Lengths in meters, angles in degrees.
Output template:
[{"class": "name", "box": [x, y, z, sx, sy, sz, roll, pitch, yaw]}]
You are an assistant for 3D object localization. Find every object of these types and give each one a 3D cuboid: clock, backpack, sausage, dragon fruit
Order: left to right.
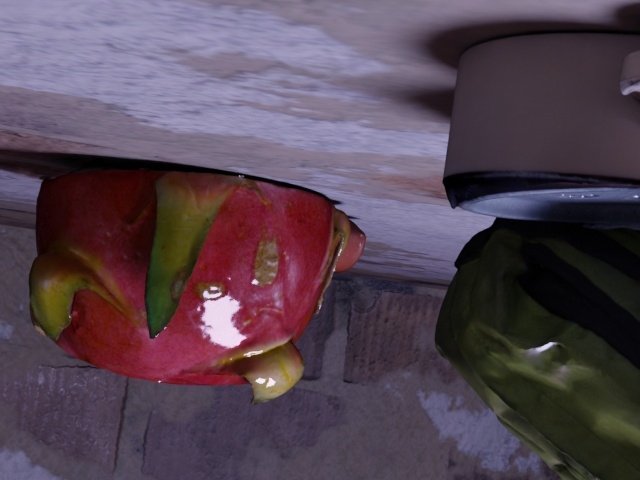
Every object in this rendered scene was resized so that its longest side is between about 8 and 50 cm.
[{"class": "dragon fruit", "box": [-0.130, 0.040, 1.233, 0.291, 0.189, 0.290, 7, 176, 1]}, {"class": "sausage", "box": [0.000, 0.000, 1.388, 0.094, 0.054, 0.059, 9, -148, -32]}, {"class": "clock", "box": [0.128, -0.033, 0.540, 0.156, 0.063, 0.229, 8, 178, 2]}, {"class": "backpack", "box": [0.185, 0.054, 0.654, 0.253, 0.140, 0.207, 34, -140, 13]}]
